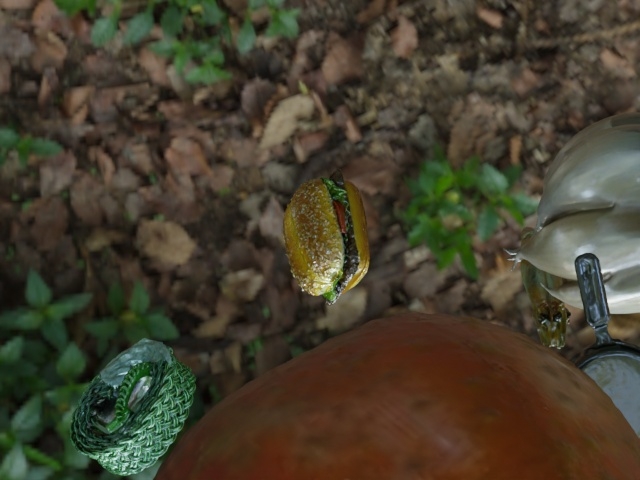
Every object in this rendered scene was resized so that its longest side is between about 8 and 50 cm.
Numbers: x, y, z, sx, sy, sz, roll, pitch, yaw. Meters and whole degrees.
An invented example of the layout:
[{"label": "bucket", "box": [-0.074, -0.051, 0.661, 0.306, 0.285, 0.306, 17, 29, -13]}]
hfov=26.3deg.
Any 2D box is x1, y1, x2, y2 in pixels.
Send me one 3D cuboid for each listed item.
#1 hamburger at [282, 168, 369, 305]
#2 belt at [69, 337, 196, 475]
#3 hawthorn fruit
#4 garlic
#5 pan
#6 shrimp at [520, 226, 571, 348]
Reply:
[{"label": "hamburger", "box": [0.000, 0.000, 1.799, 0.087, 0.166, 0.137, 4, 145, -23]}, {"label": "belt", "box": [-0.206, 0.173, 1.481, 0.151, 0.121, 0.079, -53, 130, -14]}, {"label": "hawthorn fruit", "box": [0.047, 0.189, 0.597, 0.275, 0.300, 0.275, -9, 129, -12]}, {"label": "garlic", "box": [0.368, -0.034, 1.645, 0.292, 0.210, 0.237, 7, 99, 16]}, {"label": "pan", "box": [0.311, 0.129, 1.494, 0.136, 0.028, 0.235, -12, 88, 8]}, {"label": "shrimp", "box": [0.297, 0.069, 1.798, 0.051, 0.217, 0.115, -20, 126, 11]}]
